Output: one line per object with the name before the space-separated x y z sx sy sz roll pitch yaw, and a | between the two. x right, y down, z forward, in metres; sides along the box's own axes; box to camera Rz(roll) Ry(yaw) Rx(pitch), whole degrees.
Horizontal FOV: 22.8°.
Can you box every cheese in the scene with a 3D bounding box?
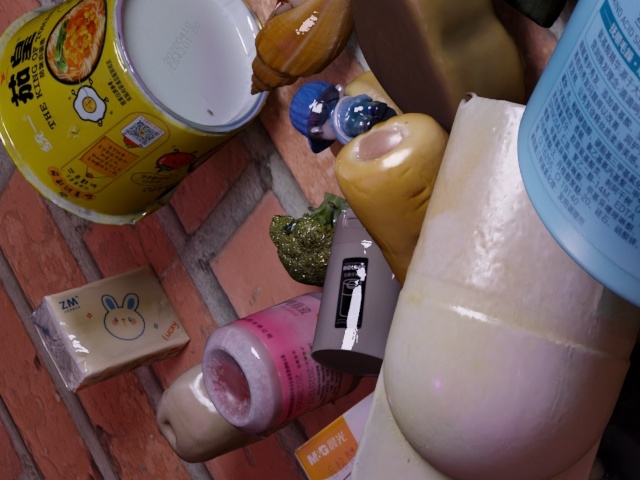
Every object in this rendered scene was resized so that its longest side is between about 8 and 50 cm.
cheese | -0.110 0.220 2.188 0.235 0.218 0.117 -32 76 21

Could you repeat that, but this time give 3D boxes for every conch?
conch | 0.014 -0.279 1.891 0.330 0.093 0.109 -41 29 31

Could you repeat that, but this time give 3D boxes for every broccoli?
broccoli | 0.000 0.000 2.017 0.130 0.131 0.120 5 72 65

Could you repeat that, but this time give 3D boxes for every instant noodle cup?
instant noodle cup | -0.234 -0.211 2.074 0.254 0.326 0.325 -25 85 44

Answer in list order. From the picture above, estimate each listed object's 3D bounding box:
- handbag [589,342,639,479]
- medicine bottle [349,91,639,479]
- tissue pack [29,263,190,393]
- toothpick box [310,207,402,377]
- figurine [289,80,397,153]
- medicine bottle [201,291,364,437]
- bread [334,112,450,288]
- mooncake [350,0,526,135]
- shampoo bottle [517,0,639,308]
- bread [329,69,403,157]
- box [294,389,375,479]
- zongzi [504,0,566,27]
handbag | 0.233 0.218 1.724 0.326 0.118 0.269 -11 88 32
medicine bottle | 0.191 0.083 1.554 0.236 0.236 0.406 18 91 48
tissue pack | -0.322 0.133 2.420 0.148 0.196 0.092 59 143 15
toothpick box | 0.057 0.062 1.898 0.111 0.111 0.180 -17 56 54
figurine | 0.018 -0.141 1.793 0.136 0.079 0.077 6 67 58
medicine bottle | -0.019 0.140 1.983 0.147 0.247 0.147 27 127 43
bread | 0.128 -0.001 1.728 0.142 0.091 0.305 -23 128 17
mooncake | 0.125 -0.223 1.712 0.234 0.117 0.235 56 167 20
shampoo bottle | 0.365 -0.141 1.277 0.331 0.331 0.342 51 141 25
bread | 0.102 -0.098 1.840 0.217 0.098 0.147 56 139 26
box | 0.126 0.275 1.920 0.274 0.091 0.220 -43 71 29
zongzi | 0.165 -0.367 1.425 0.319 0.362 0.383 49 143 0
